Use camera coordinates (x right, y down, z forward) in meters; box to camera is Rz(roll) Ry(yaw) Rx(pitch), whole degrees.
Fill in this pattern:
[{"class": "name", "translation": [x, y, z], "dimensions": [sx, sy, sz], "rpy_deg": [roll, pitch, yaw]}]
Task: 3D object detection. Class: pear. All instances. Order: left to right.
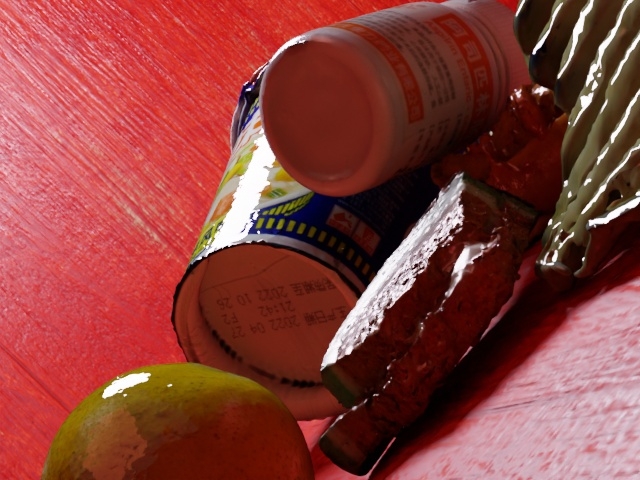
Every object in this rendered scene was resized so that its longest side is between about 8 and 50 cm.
[{"class": "pear", "translation": [-0.093, 0.176, 0.998], "dimensions": [0.198, 0.198, 0.198], "rpy_deg": [-46, 3, 3]}]

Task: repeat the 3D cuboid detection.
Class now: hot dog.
[{"class": "hot dog", "translation": [0.224, -0.127, 1.221], "dimensions": [0.349, 0.117, 0.158], "rpy_deg": [-44, 3, 40]}]

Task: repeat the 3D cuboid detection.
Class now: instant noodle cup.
[{"class": "instant noodle cup", "translation": [0.000, 0.000, 1.432], "dimensions": [0.284, 0.284, 0.312], "rpy_deg": [-44, 11, 35]}]

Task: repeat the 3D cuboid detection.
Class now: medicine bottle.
[{"class": "medicine bottle", "translation": [0.073, -0.132, 1.316], "dimensions": [0.144, 0.144, 0.252], "rpy_deg": [-44, -11, 38]}]

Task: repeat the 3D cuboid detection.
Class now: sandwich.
[{"class": "sandwich", "translation": [0.068, 0.053, 1.068], "dimensions": [0.235, 0.079, 0.159], "rpy_deg": [-55, -1, -1]}]

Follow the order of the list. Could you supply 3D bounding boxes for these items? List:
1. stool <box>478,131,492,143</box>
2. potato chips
[{"class": "stool", "translation": [0.074, -0.085, 1.748], "dimensions": [0.310, 0.226, 0.310], "rpy_deg": [-47, 2, 22]}, {"class": "potato chips", "translation": [0.254, -0.156, 0.986], "dimensions": [0.389, 0.097, 0.373], "rpy_deg": [-40, 32, 41]}]
